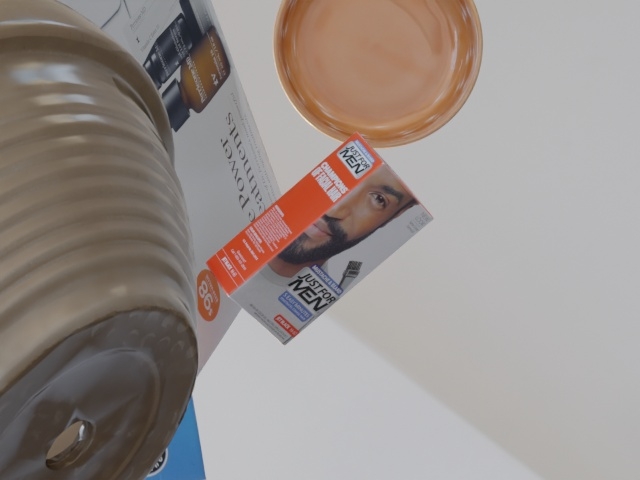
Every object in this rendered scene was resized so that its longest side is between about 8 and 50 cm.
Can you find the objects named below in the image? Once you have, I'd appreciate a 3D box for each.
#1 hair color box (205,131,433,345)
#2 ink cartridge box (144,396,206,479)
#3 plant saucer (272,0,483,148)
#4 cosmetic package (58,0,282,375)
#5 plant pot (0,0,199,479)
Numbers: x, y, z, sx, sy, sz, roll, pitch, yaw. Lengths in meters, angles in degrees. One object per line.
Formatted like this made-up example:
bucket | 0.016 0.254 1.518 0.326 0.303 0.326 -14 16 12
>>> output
hair color box | 0.000 0.000 1.528 0.167 0.053 0.093 -42 -44 4
ink cartridge box | -0.219 0.312 1.396 0.285 0.395 0.166 -4 -9 -45
plant saucer | 0.054 -0.186 1.761 0.200 0.200 0.037 -53 3 -2
cosmetic package | -0.163 -0.095 1.607 0.284 0.097 0.377 -56 -47 -52
plant pot | -0.122 0.040 0.638 0.237 0.110 0.237 -36 -32 -27
